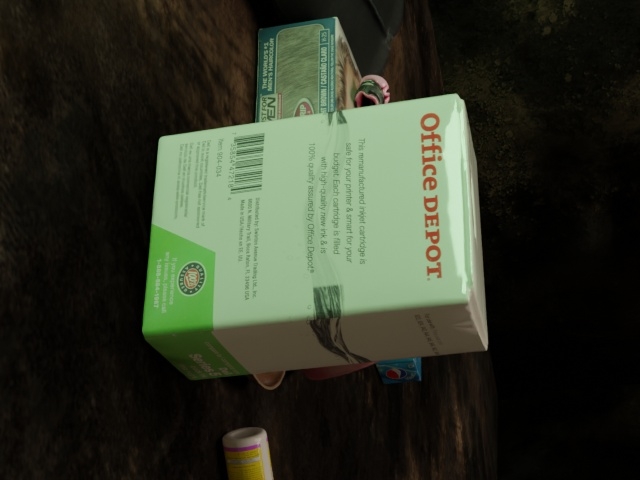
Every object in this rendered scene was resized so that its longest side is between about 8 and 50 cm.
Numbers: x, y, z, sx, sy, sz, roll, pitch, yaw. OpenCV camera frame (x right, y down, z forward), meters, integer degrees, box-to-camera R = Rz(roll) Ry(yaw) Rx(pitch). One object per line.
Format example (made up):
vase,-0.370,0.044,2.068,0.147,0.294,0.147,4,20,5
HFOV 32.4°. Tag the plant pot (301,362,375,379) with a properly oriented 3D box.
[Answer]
plant pot,0.036,0.040,1.293,0.180,0.201,0.201,66,16,-6

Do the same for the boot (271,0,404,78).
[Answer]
boot,0.040,-0.420,1.369,0.367,0.146,0.445,-59,153,-8

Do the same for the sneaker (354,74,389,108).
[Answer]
sneaker,0.068,-0.139,1.348,0.057,0.047,0.119,-55,130,-60

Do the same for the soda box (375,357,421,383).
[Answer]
soda box,0.133,0.135,1.874,0.071,0.067,0.210,67,21,-51

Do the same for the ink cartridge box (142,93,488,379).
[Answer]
ink cartridge box,0.000,0.000,0.945,0.115,0.272,0.198,60,27,-58

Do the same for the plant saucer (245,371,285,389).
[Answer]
plant saucer,-0.073,0.054,1.124,0.198,0.036,0.199,-6,90,-77

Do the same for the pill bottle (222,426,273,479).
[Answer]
pill bottle,-0.067,0.224,1.050,0.043,0.043,0.083,-32,115,-75

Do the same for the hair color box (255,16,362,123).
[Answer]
hair color box,0.016,-0.112,1.430,0.347,0.105,0.174,58,29,-60
